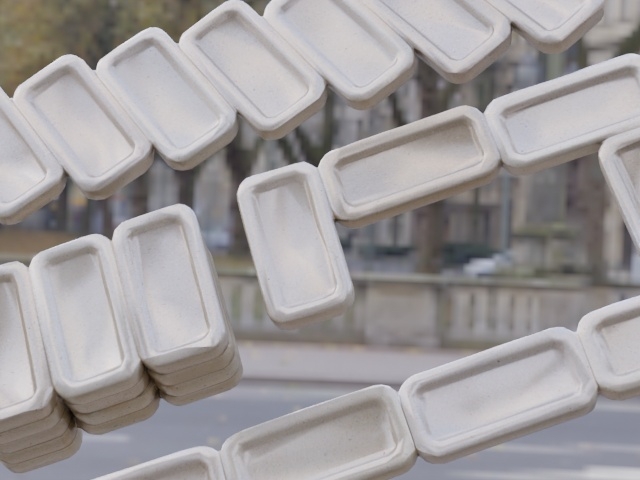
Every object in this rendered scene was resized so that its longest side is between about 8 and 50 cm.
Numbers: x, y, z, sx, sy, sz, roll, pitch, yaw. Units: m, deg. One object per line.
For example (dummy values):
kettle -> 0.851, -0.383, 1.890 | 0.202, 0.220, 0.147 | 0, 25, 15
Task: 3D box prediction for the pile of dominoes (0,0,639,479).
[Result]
pile of dominoes -> 0.000, 0.000, 0.624 | 0.251, 0.196, 0.040 | -18, -32, 1
